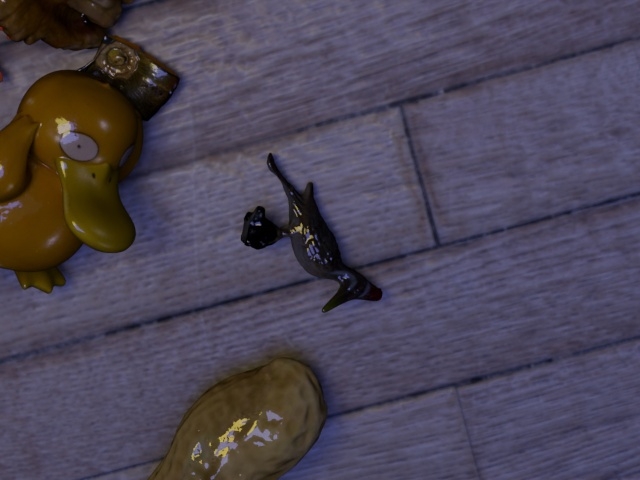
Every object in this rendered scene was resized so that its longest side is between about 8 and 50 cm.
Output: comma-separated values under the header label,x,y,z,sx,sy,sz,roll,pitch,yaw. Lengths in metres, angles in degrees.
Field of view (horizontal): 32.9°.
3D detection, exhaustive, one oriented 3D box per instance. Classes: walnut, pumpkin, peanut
label,x,y,z,sx,sy,sz,roll,pitch,yaw
walnut,-0.271,-0.265,1.105,0.143,0.170,0.069,-50,55,9
pumpkin,-0.211,-0.177,1.175,0.101,0.035,0.073,33,109,-17
peanut,-0.109,0.263,1.244,0.147,0.147,0.305,29,98,-7

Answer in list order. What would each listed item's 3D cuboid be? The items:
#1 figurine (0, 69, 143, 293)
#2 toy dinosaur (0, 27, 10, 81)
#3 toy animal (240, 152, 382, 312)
label,x,y,z,sx,sy,sz,roll,pitch,yaw
figurine,-0.289,-0.060,1.136,0.228,0.215,0.215,-22,105,30
toy dinosaur,-0.383,-0.207,1.157,0.101,0.055,0.279,30,103,10
toy animal,-0.010,0.004,1.206,0.202,0.070,0.105,41,82,-6
